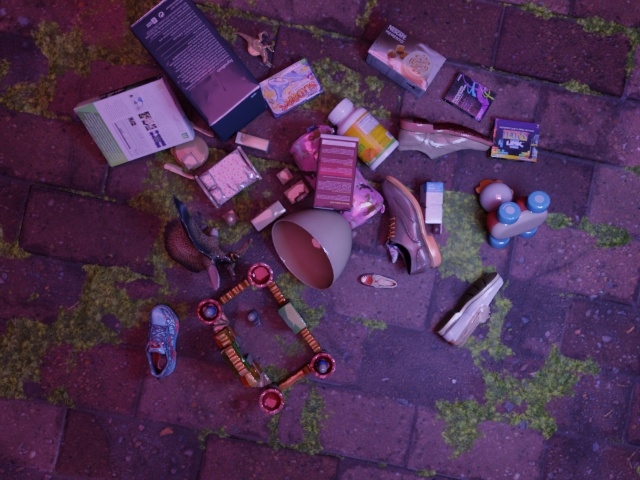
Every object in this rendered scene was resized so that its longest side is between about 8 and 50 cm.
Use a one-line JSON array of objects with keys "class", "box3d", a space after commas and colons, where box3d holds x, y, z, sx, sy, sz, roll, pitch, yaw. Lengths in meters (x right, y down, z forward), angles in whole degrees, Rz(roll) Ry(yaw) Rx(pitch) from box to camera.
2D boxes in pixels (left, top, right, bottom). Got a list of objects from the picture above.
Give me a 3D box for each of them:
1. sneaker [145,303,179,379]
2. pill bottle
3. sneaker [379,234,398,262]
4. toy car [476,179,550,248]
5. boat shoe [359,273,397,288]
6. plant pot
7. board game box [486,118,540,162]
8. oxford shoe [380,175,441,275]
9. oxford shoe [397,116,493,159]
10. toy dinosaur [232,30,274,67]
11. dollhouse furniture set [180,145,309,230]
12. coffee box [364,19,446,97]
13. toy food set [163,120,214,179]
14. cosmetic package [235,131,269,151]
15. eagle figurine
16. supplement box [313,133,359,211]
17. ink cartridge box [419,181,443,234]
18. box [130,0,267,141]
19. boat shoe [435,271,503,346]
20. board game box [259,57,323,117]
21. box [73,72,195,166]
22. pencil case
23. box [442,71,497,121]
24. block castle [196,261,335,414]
[{"class": "sneaker", "box3d": [-0.551, 0.352, 1.813, 0.104, 0.125, 0.262, -4, 90, -3]}, {"class": "pill bottle", "box3d": [0.144, -0.378, 1.834, 0.245, 0.136, 0.136, 45, 88, -1]}, {"class": "sneaker", "box3d": [0.248, 0.029, 1.889, 0.069, 0.038, 0.098, 10, 80, 0]}, {"class": "toy car", "box3d": [0.658, -0.137, 1.849, 0.210, 0.219, 0.238, -21, 62, -2]}, {"class": "boat shoe", "box3d": [0.208, 0.148, 1.882, 0.137, 0.043, 0.049, 10, 91, -1]}, {"class": "plant pot", "box3d": [0.000, 0.000, 1.784, 0.191, 0.284, 0.284, -39, 91, -30]}, {"class": "board game box", "box3d": [0.703, -0.361, 1.899, 0.170, 0.048, 0.141, 6, 91, -2]}, {"class": "oxford shoe", "box3d": [0.287, -0.053, 1.825, 0.132, 0.130, 0.364, -25, 83, -13]}, {"class": "oxford shoe", "box3d": [0.441, -0.354, 1.875, 0.348, 0.123, 0.130, 10, 116, -3]}, {"class": "toy dinosaur", "box3d": [-0.227, -0.708, 1.864, 0.092, 0.053, 0.183, -44, 91, 0]}, {"class": "dollhouse furniture set", "box3d": [-0.256, -0.221, 1.782, 0.303, 0.174, 0.356, -36, 98, -2]}, {"class": "coffee box", "box3d": [0.299, -0.644, 1.859, 0.246, 0.098, 0.141, 34, 89, -2]}, {"class": "toy food set", "box3d": [-0.467, -0.319, 1.867, 0.132, 0.038, 0.192, 25, 84, -9]}, {"class": "cosmetic package", "box3d": [-0.242, -0.348, 1.859, 0.115, 0.060, 0.041, 15, 89, -3]}, {"class": "eagle figurine", "box3d": [-0.412, 0.010, 1.795, 0.298, 0.225, 0.226, 26, 99, -12]}, {"class": "supplement box", "box3d": [0.050, -0.219, 1.710, 0.130, 0.073, 0.240, 6, 91, 0]}, {"class": "ink cartridge box", "box3d": [0.392, -0.112, 1.858, 0.060, 0.104, 0.180, 2, 89, -2]}, {"class": "box", "box3d": [-0.387, -0.563, 1.738, 0.212, 0.293, 0.395, -40, 91, -1]}, {"class": "boat shoe", "box3d": [0.550, 0.247, 1.866, 0.103, 0.113, 0.302, 41, 99, -3]}, {"class": "board game box", "box3d": [-0.109, -0.545, 1.876, 0.201, 0.035, 0.136, -31, 91, -2]}, {"class": "box", "box3d": [-0.622, -0.402, 1.765, 0.321, 0.058, 0.232, -17, 127, 6]}, {"class": "pencil case", "box3d": [0.058, -0.221, 1.824, 0.386, 0.167, 0.160, 54, 47, -1]}, {"class": "box", "box3d": [0.545, -0.523, 1.903, 0.162, 0.029, 0.116, 30, 89, 0]}, {"class": "block castle", "box3d": [-0.188, 0.329, 1.783, 0.303, 0.213, 0.453, -34, 91, -2]}]
